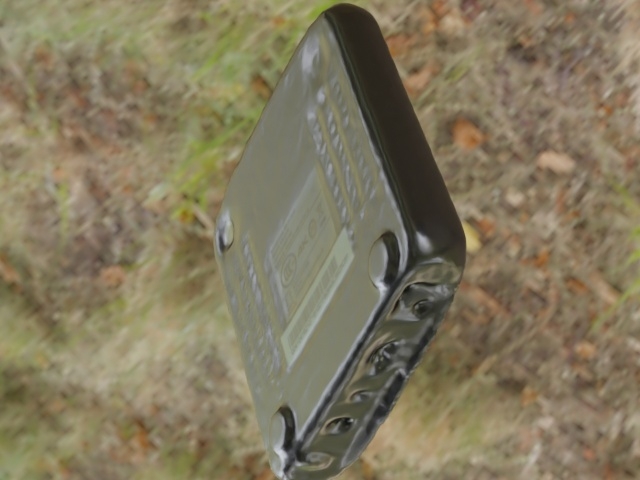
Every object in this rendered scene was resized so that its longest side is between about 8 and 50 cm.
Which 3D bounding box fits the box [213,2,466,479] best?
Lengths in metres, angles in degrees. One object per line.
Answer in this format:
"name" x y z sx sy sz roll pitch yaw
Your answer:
"box" 0.000 0.000 0.634 0.126 0.027 0.125 117 145 -41
